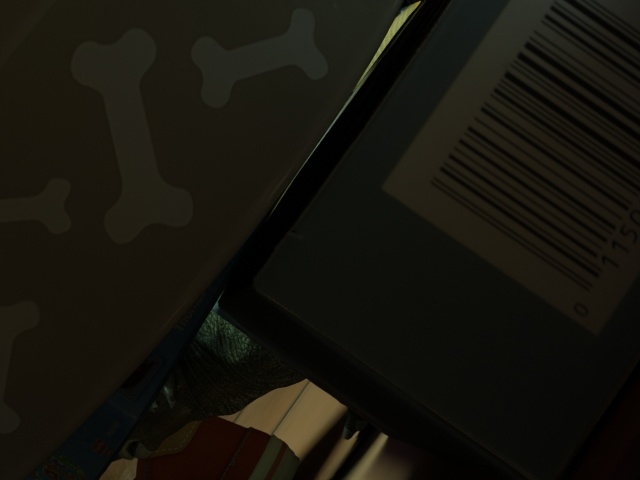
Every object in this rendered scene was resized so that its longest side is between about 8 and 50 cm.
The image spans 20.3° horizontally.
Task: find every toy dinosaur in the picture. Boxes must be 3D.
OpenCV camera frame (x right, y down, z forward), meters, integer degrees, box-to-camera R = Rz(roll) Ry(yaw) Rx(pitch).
[{"bbox_3d":[0.000,0.000,0.949,0.314,0.160,0.121,-55,3,-8],"label":"toy dinosaur"}]

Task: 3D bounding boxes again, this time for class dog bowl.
[{"bbox_3d":[-0.101,-0.040,0.607,0.349,0.102,0.349,-45,18,18],"label":"dog bowl"}]

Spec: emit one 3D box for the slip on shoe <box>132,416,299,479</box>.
[{"bbox_3d":[-0.135,0.224,1.138,0.331,0.101,0.123,-54,4,31],"label":"slip on shoe"}]

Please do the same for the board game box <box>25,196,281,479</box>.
[{"bbox_3d":[-0.051,0.004,0.696,0.211,0.039,0.160,-60,5,-31],"label":"board game box"}]

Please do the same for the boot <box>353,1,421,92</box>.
[{"bbox_3d":[0.167,-0.169,1.118,0.211,0.104,0.295,-26,4,44],"label":"boot"}]

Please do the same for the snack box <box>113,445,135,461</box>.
[{"bbox_3d":[-0.147,0.064,1.056,0.207,0.070,0.174,-15,-38,-36],"label":"snack box"}]

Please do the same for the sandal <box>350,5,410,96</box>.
[{"bbox_3d":[0.103,-0.148,1.564,0.107,0.167,0.446,-15,39,44],"label":"sandal"}]

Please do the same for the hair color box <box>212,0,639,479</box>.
[{"bbox_3d":[0.056,-0.021,0.699,0.185,0.113,0.374,-55,2,-6],"label":"hair color box"}]

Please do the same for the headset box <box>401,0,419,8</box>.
[{"bbox_3d":[0.102,-0.210,0.833,0.283,0.131,0.246,-20,2,7],"label":"headset box"}]
